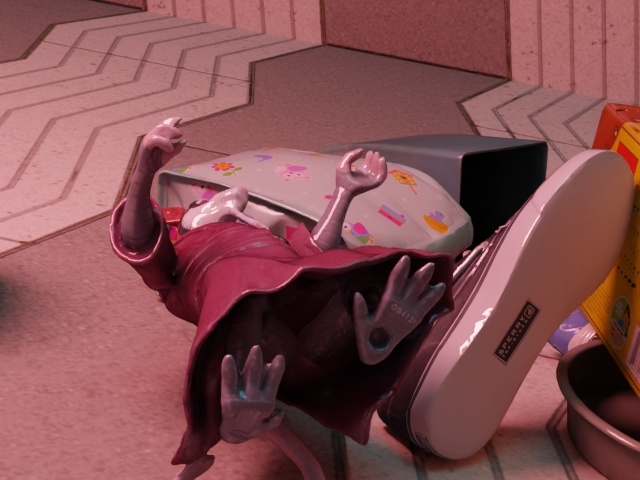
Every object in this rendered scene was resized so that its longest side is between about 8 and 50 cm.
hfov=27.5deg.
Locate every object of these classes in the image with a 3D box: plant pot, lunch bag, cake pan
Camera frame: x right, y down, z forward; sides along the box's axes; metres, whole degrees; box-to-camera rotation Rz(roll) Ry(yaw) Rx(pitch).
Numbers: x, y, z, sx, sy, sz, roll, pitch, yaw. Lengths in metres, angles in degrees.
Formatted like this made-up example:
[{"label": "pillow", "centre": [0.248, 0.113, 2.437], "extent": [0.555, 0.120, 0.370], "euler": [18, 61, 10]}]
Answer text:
[{"label": "plant pot", "centre": [0.110, -0.042, 1.487], "extent": [0.234, 0.166, 0.165], "euler": [15, 17, 41]}, {"label": "lunch bag", "centre": [0.000, 0.000, 1.307], "extent": [0.262, 0.160, 0.223], "euler": [12, 17, 27]}, {"label": "cake pan", "centre": [0.345, 0.167, 1.140], "extent": [0.293, 0.054, 0.293], "euler": [8, 18, -3]}]

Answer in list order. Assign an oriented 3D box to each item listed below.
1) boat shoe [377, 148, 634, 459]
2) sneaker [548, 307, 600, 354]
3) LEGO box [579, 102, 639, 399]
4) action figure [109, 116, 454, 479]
[{"label": "boat shoe", "centre": [0.153, 0.043, 1.112], "extent": [0.108, 0.301, 0.102], "euler": [40, -12, -35]}, {"label": "sneaker", "centre": [0.307, 0.077, 1.348], "extent": [0.081, 0.080, 0.211], "euler": [28, 25, 37]}, {"label": "LEGO box", "centre": [0.457, 0.071, 1.075], "extent": [0.372, 0.193, 0.500], "euler": [6, 22, -10]}, {"label": "action figure", "centre": [-0.046, 0.051, 1.061], "extent": [0.248, 0.276, 0.370], "euler": [7, 8, -26]}]
